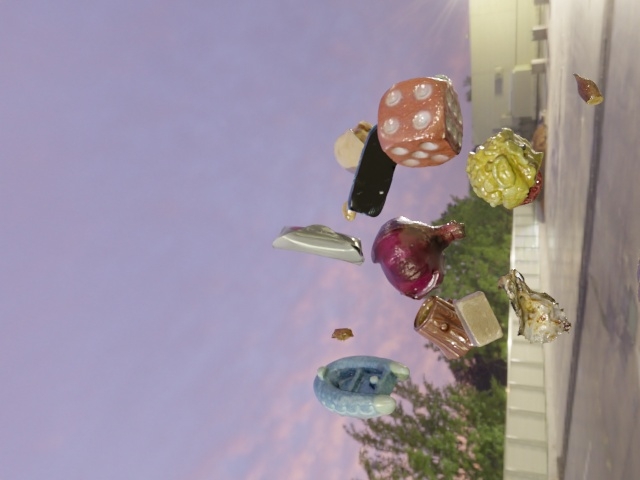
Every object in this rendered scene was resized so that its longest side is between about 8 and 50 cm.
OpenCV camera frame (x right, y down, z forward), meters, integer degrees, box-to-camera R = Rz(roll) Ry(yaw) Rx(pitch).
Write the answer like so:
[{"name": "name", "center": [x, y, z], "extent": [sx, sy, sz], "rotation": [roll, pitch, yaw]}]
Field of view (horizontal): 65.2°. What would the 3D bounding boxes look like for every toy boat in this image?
[{"name": "toy boat", "center": [0.110, 0.441, 1.578], "extent": [0.123, 0.329, 0.215], "rotation": [56, -132, -25]}, {"name": "toy boat", "center": [0.162, -0.229, 1.597], "extent": [0.134, 0.092, 0.299], "rotation": [16, -86, -26]}]

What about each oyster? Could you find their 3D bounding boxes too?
[{"name": "oyster", "center": [0.802, 0.263, 1.937], "extent": [0.337, 0.197, 0.133], "rotation": [43, -166, -13]}]

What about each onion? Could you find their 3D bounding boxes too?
[{"name": "onion", "center": [0.450, 0.028, 2.246], "extent": [0.398, 0.420, 0.399], "rotation": [34, -151, -22]}]

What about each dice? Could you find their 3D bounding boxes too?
[{"name": "dice", "center": [0.254, -0.294, 1.254], "extent": [0.174, 0.179, 0.174], "rotation": [25, -115, -52]}]

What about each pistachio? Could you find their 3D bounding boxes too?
[{"name": "pistachio", "center": [0.185, -0.369, 2.069], "extent": [0.238, 0.229, 0.321], "rotation": [60, 170, -29]}]

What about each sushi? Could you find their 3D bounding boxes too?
[{"name": "sushi", "center": [0.100, 0.422, 2.233], "extent": [0.061, 0.118, 0.060], "rotation": [21, -118, -34]}]

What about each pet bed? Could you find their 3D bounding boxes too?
[{"name": "pet bed", "center": [0.732, -0.219, 1.885], "extent": [0.053, 0.201, 0.202], "rotation": [-38, -54, -73]}]

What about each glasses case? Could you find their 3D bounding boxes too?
[{"name": "glasses case", "center": [0.000, -0.001, 1.672], "extent": [0.128, 0.307, 0.083], "rotation": [-80, 0, -53]}]

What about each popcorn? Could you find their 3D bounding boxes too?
[{"name": "popcorn", "center": [0.580, -0.230, 1.562], "extent": [0.225, 0.249, 0.249], "rotation": [-60, 4, 45]}]

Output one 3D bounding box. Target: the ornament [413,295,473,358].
[{"name": "ornament", "center": [0.523, 0.360, 2.102], "extent": [0.235, 0.217, 0.221], "rotation": [-59, 3, 9]}]

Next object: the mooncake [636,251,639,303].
[{"name": "mooncake", "center": [1.286, 0.133, 1.638], "extent": [0.467, 0.466, 0.263], "rotation": [-62, -31, -49]}]

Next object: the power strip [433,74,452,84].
[{"name": "power strip", "center": [0.475, -0.614, 1.946], "extent": [0.055, 0.083, 0.035], "rotation": [144, 136, -60]}]

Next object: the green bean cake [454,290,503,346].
[{"name": "green bean cake", "center": [0.568, 0.284, 1.808], "extent": [0.179, 0.109, 0.085], "rotation": [64, 177, 6]}]

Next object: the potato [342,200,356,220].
[{"name": "potato", "center": [0.122, -0.125, 2.106], "extent": [0.062, 0.068, 0.084], "rotation": [15, -100, -29]}]

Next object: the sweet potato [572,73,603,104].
[{"name": "sweet potato", "center": [0.732, -0.422, 1.386], "extent": [0.049, 0.049, 0.117], "rotation": [47, -160, -61]}]
